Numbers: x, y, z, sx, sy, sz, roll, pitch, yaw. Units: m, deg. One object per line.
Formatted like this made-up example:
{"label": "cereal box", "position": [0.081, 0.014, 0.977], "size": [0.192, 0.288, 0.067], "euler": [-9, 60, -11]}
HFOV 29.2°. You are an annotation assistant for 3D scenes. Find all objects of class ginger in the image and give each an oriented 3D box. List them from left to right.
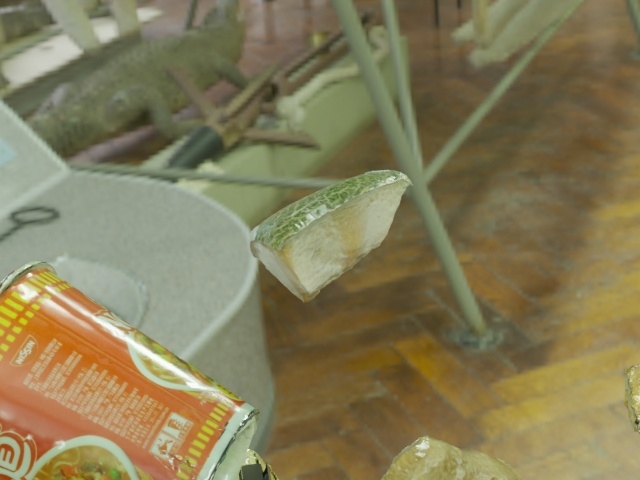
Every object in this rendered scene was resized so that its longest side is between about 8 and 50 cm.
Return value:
{"label": "ginger", "position": [0.197, 0.363, 1.788], "size": [0.354, 0.126, 0.190], "euler": [21, 15, -43]}

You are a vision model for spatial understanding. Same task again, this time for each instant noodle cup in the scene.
{"label": "instant noodle cup", "position": [-0.169, 0.144, 0.950], "size": [0.212, 0.193, 0.193], "euler": [26, 32, 8]}

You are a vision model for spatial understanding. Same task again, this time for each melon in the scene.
{"label": "melon", "position": [-0.003, -0.003, 1.222], "size": [0.202, 0.093, 0.139], "euler": [-32, -9, 27]}

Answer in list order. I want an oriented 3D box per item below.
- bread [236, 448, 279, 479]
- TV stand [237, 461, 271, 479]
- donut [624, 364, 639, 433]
{"label": "bread", "position": [-0.145, 0.459, 1.653], "size": [0.248, 0.315, 0.279], "euler": [-16, 30, 16]}
{"label": "TV stand", "position": [-0.187, 0.326, 1.530], "size": [0.256, 0.040, 0.049], "euler": [-11, 51, -1]}
{"label": "donut", "position": [0.545, 0.312, 1.821], "size": [0.152, 0.101, 0.259], "euler": [-8, 69, 5]}
